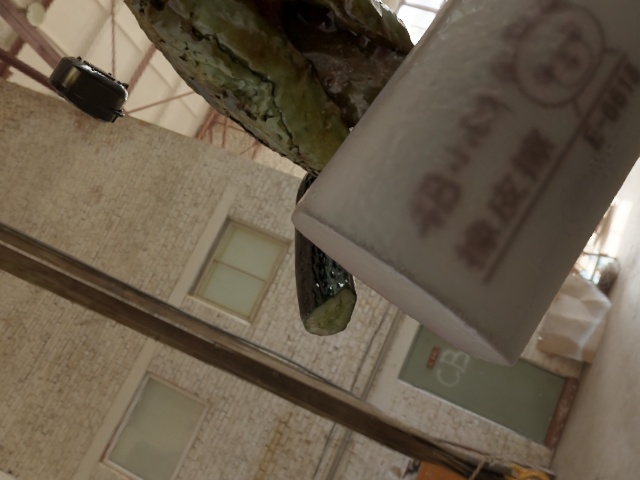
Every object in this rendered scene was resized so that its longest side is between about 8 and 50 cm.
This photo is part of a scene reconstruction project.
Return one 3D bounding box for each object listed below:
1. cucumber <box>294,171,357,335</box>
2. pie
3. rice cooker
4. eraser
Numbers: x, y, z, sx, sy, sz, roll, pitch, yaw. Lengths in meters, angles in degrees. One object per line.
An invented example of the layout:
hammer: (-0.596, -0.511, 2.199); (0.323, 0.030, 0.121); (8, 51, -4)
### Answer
cucumber: (0.001, 0.000, 0.740); (0.074, 0.075, 0.241); (84, -179, -58)
pie: (-0.082, -0.233, 0.624); (0.180, 0.395, 0.418); (-52, 26, 5)
rice cooker: (-0.491, -0.321, 1.209); (0.165, 0.112, 0.106); (16, -72, -54)
eraser: (0.125, -0.072, 0.398); (0.270, 0.174, 0.095); (-54, 3, -10)
